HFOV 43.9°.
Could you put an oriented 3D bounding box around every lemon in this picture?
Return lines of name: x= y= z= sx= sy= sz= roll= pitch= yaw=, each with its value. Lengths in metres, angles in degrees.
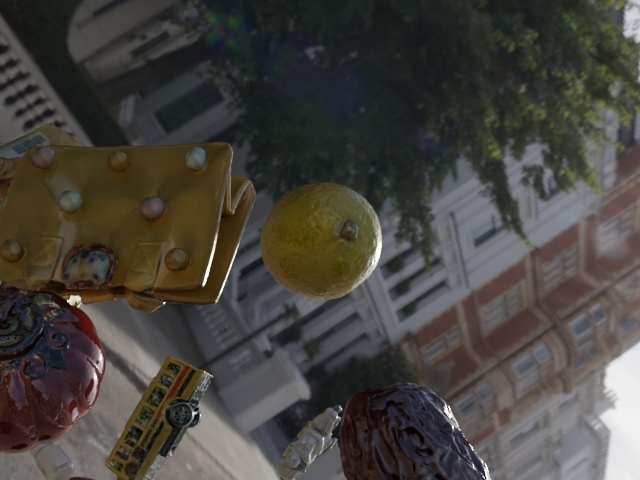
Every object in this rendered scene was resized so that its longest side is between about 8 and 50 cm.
lemon: x=0.001 y=0.001 z=1.659 sx=0.267 sy=0.267 sz=0.267 roll=56 pitch=-7 yaw=11

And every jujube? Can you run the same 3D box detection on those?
jujube: x=0.174 y=0.422 z=1.348 sx=0.258 sy=0.258 sz=0.377 roll=79 pitch=-5 yaw=-72

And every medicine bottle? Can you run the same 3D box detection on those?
medicine bottle: x=-0.498 y=0.407 z=1.470 sx=0.089 sy=0.052 sz=0.052 roll=35 pitch=-19 yaw=36

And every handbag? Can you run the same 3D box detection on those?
handbag: x=-0.324 y=-0.027 z=1.272 sx=0.133 sy=0.400 sz=0.283 roll=69 pitch=28 yaw=-56

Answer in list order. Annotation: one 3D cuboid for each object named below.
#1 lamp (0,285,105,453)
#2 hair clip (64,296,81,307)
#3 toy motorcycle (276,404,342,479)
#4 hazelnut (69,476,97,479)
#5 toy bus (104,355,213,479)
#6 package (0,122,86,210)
lamp: x=-0.397 y=0.163 z=1.032 sx=0.227 sy=0.227 sz=0.227 roll=56 pitch=-7 yaw=11
hair clip: x=-0.599 y=0.129 z=1.938 sx=0.173 sy=0.046 sz=0.072 roll=-72 pitch=151 yaw=-69
toy motorcycle: x=-0.031 y=0.462 z=1.774 sx=0.074 sy=0.229 sz=0.151 roll=41 pitch=11 yaw=16
hazelnut: x=-0.563 y=0.617 z=1.797 sx=0.204 sy=0.178 sz=0.178 roll=28 pitch=17 yaw=-46
toy bus: x=-0.348 y=0.410 z=1.664 sx=0.123 sy=0.336 sz=0.121 roll=28 pitch=-12 yaw=8
package: x=-0.595 y=-0.070 z=1.573 sx=0.221 sy=0.311 sz=0.165 roll=32 pitch=-33 yaw=36
